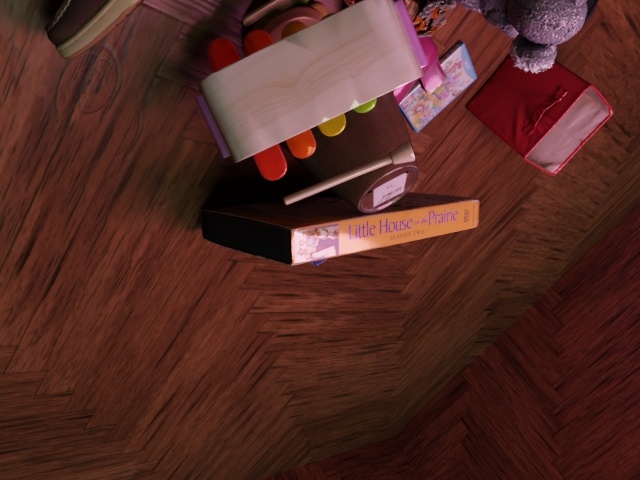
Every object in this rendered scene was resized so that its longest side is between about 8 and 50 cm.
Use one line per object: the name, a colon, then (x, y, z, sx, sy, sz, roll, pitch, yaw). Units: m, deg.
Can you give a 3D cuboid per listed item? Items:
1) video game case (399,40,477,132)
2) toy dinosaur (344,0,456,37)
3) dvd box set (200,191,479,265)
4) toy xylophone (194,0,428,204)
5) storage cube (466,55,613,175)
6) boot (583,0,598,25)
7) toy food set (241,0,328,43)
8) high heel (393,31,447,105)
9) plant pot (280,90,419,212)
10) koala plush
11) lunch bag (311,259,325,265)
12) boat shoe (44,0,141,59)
video game case: (0.236, -0.304, 1.087, 0.166, 0.015, 0.119, -42, 147, 9)
toy dinosaur: (0.104, -0.375, 0.761, 0.218, 0.164, 0.322, -42, 173, 39)
dvd box set: (0.036, -0.039, 0.991, 0.420, 0.307, 0.062, -10, 103, -36)
toy xylophone: (-0.006, -0.186, 0.727, 0.322, 0.236, 0.081, -16, -168, 4)
storage cube: (0.473, -0.285, 1.172, 0.215, 0.193, 0.184, 10, 126, -48)
boot: (0.468, -0.510, 0.968, 0.246, 0.094, 0.207, -52, 149, 11)
toy food set: (-0.045, -0.303, 0.810, 0.132, 0.039, 0.192, -29, 156, 0)
high heel: (0.107, -0.269, 0.971, 0.244, 0.082, 0.117, -33, 126, 13)
plant pot: (0.049, -0.164, 0.854, 0.215, 0.230, 0.215, -26, 157, -12)
koala plush: (0.334, -0.387, 0.856, 0.203, 0.221, 0.196, -1, 142, -27)
lunch bag: (0.000, 0.000, 1.207, 0.098, 0.065, 0.067, -29, 132, -10)
boat shoe: (-0.194, -0.343, 0.560, 0.342, 0.123, 0.123, -40, 118, 19)
